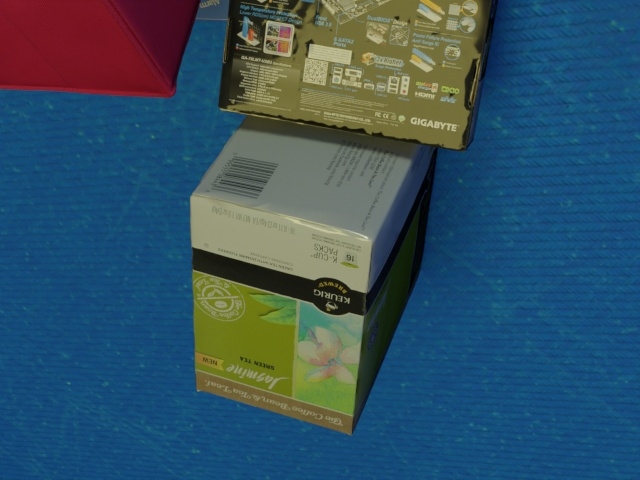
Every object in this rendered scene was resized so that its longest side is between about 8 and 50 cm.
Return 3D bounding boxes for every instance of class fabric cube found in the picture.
[{"bbox_3d":[-0.274,-0.321,1.125,0.259,0.254,0.258,5,156,20],"label":"fabric cube"}]

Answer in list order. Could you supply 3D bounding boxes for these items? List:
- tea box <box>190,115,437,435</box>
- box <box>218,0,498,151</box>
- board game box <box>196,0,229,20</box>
[{"bbox_3d":[0.000,0.000,1.378,0.220,0.329,0.323,14,130,13],"label":"tea box"},{"bbox_3d":[0.047,-0.268,1.222,0.295,0.073,0.293,11,106,11],"label":"box"},{"bbox_3d":[-0.238,-0.390,1.337,0.347,0.078,0.233,6,129,19],"label":"board game box"}]
